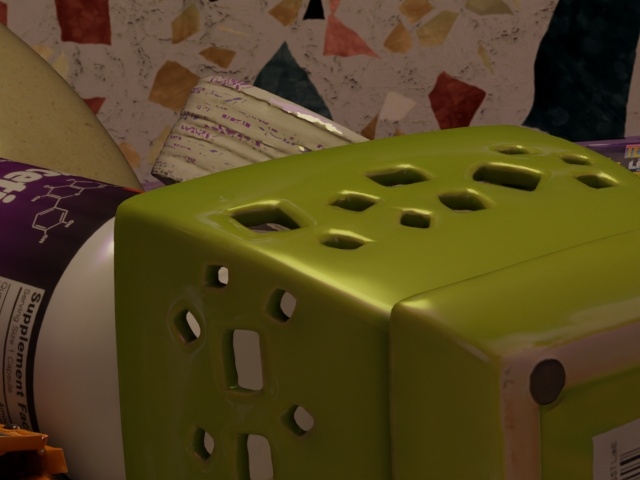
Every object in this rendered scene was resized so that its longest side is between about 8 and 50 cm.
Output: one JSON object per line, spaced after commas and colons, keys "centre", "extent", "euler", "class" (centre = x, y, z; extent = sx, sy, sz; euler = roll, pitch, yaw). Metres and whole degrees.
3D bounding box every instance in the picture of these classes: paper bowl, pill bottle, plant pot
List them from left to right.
{"centre": [-0.157, 0.050, 1.160], "extent": [0.323, 0.181, 0.181], "euler": [13, 17, 37], "class": "pill bottle"}
{"centre": [0.000, 0.000, 1.465], "extent": [0.284, 0.148, 0.284], "euler": [27, -4, 2], "class": "paper bowl"}
{"centre": [0.066, 0.085, 0.784], "extent": [0.227, 0.228, 0.207], "euler": [-13, 17, -35], "class": "plant pot"}

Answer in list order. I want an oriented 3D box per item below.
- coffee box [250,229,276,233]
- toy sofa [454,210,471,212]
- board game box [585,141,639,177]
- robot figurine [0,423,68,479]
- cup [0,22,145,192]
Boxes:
{"centre": [-0.017, 0.071, 1.238], "extent": [0.098, 0.141, 0.246], "euler": [-11, 11, -40], "class": "coffee box"}
{"centre": [0.200, 0.057, 1.207], "extent": [0.150, 0.177, 0.362], "euler": [9, -2, -32], "class": "toy sofa"}
{"centre": [0.372, -0.050, 1.952], "extent": [0.170, 0.048, 0.141], "euler": [-1, -29, 27], "class": "board game box"}
{"centre": [-0.260, 0.153, 0.994], "extent": [0.291, 0.085, 0.211], "euler": [-12, 11, -41], "class": "robot figurine"}
{"centre": [-0.260, 0.002, 1.447], "extent": [0.237, 0.331, 0.331], "euler": [26, 20, 22], "class": "cup"}
